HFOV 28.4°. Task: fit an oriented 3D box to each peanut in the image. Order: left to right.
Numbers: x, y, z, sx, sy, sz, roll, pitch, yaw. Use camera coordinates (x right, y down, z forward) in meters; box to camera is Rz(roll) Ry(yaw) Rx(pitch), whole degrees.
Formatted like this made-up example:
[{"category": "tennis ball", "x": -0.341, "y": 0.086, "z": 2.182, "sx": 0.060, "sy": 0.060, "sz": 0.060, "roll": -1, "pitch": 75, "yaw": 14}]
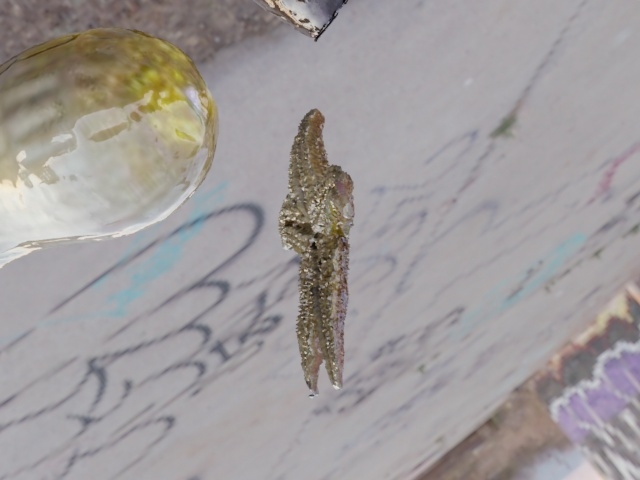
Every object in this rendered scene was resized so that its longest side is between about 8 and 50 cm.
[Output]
[{"category": "peanut", "x": -0.135, "y": -0.025, "z": 0.507, "sx": 0.206, "sy": 0.087, "sz": 0.087, "roll": -16, "pitch": 178, "yaw": 22}]

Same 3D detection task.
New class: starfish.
[{"category": "starfish", "x": 0.001, "y": 0.000, "z": 0.943, "sx": 0.043, "sy": 0.227, "sz": 0.240, "roll": -5, "pitch": 169, "yaw": -9}]

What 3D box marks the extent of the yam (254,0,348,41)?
[{"category": "yam", "x": -0.039, "y": -0.188, "z": 0.777, "sx": 0.079, "sy": 0.141, "sz": 0.079, "roll": -56, "pitch": -174, "yaw": 9}]
